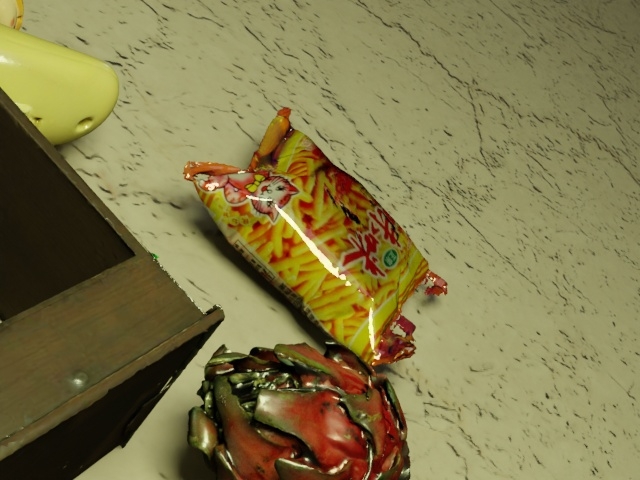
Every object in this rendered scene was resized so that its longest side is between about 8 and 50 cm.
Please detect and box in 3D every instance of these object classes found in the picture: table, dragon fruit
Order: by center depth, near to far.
[{"bbox_3d":[-0.272,0.052,0.670,0.282,0.196,0.250,46,39,10],"label":"table"},{"bbox_3d":[-0.018,0.166,0.787,0.188,0.182,0.182,3,49,-23],"label":"dragon fruit"}]

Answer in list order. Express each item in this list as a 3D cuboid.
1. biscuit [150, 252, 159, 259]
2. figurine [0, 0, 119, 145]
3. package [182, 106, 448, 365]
[{"bbox_3d":[-0.170,0.040,0.908,0.046,0.016,0.089,15,44,-27],"label":"biscuit"},{"bbox_3d":[-0.340,-0.185,0.882,0.324,0.124,0.222,15,39,-25],"label":"figurine"},{"bbox_3d":[0.003,-0.002,1.025,0.288,0.108,0.223,48,33,-1],"label":"package"}]
